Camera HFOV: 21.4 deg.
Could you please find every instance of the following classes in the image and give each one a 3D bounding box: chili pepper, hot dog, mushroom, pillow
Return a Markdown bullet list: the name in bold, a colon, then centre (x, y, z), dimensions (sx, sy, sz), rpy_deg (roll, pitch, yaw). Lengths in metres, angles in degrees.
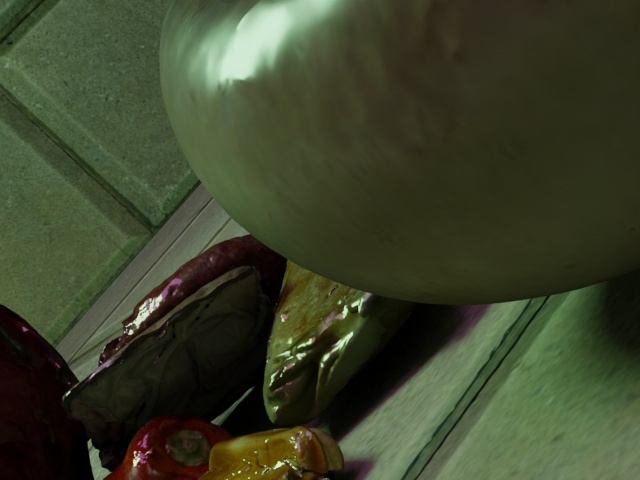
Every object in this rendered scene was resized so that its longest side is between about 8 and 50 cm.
- **chili pepper**: centre (-0.093, 0.142, 0.934), dimensions (0.123, 0.073, 0.070), rpy_deg (-42, 50, 45)
- **hot dog**: centre (-0.022, 0.115, 0.811), dimensions (0.056, 0.041, 0.133), rpy_deg (-58, 17, -19)
- **mushroom**: centre (0.070, -0.156, 0.634), dimensions (0.362, 0.294, 0.362), rpy_deg (-39, 26, 23)
- **pillow**: centre (-0.081, 0.089, 1.018), dimensions (0.135, 0.049, 0.248), rpy_deg (-39, -11, -12)

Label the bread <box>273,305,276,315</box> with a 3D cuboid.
- **bread**: centre (-0.076, 0.075, 1.217), dimensions (0.115, 0.056, 0.082), rpy_deg (-41, -7, -31)

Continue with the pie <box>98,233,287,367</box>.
- **pie**: centre (-0.079, 0.051, 1.071), dimensions (0.154, 0.036, 0.154), rpy_deg (-36, -16, -12)

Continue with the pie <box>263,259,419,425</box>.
- **pie**: centre (0.020, 0.015, 0.948), dimensions (0.128, 0.068, 0.282), rpy_deg (-52, 7, 17)

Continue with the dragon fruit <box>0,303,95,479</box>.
- **dragon fruit**: centre (-0.290, 0.156, 1.045), dimensions (0.329, 0.329, 0.329), rpy_deg (-46, 8, 8)
